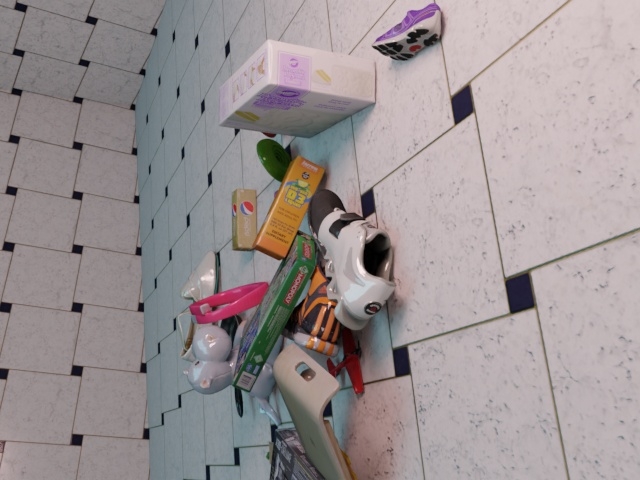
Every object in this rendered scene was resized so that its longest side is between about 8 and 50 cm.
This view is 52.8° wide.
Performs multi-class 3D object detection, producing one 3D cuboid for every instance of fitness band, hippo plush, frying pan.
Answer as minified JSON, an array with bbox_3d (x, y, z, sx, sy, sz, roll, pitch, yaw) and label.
[{"bbox_3d":[-0.252,0.168,1.788,0.291,0.209,0.054,-11,100,65],"label":"fitness band"},{"bbox_3d":[-0.247,0.327,1.724,0.234,0.236,0.294,6,93,64],"label":"hippo plush"},{"bbox_3d":[-0.246,0.346,1.936,0.326,0.053,0.197,52,133,51],"label":"frying pan"}]

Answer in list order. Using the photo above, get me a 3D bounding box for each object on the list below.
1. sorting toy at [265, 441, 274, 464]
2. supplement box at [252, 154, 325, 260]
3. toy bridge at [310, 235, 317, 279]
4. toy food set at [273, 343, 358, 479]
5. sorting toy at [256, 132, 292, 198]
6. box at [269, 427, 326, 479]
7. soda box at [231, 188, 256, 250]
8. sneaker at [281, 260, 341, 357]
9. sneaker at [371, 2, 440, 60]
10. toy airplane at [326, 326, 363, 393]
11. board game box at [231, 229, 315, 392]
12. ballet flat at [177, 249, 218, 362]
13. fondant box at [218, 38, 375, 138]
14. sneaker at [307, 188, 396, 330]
[{"bbox_3d":[-0.126,0.564,1.705,0.083,0.012,0.062,-17,76,59],"label":"sorting toy"},{"bbox_3d":[-0.074,-0.075,1.483,0.233,0.078,0.080,-67,9,-14],"label":"supplement box"},{"bbox_3d":[0.000,0.000,1.488,0.063,0.026,0.188,-117,39,-48],"label":"toy bridge"},{"bbox_3d":[0.024,0.364,1.236,0.220,0.092,0.306,24,138,62],"label":"toy food set"},{"bbox_3d":[-0.082,-0.250,1.641,0.126,0.127,0.365,-31,58,25],"label":"sorting toy"},{"bbox_3d":[-0.028,0.591,1.424,0.307,0.076,0.242,21,106,63],"label":"box"},{"bbox_3d":[-0.229,-0.060,1.930,0.058,0.061,0.181,-23,67,61],"label":"soda box"},{"bbox_3d":[0.002,0.142,1.391,0.180,0.124,0.321,-70,14,-7],"label":"sneaker"},{"bbox_3d":[0.162,-0.379,1.173,0.170,0.068,0.071,-6,67,56],"label":"sneaker"},{"bbox_3d":[0.049,0.257,1.355,0.151,0.028,0.151,-175,90,-65],"label":"toy airplane"},{"bbox_3d":[-0.102,0.149,1.423,0.317,0.046,0.213,-62,8,14],"label":"board game box"},{"bbox_3d":[-0.430,0.232,2.239,0.139,0.139,0.400,-179,92,-64],"label":"ballet flat"},{"bbox_3d":[-0.063,-0.317,1.408,0.330,0.238,0.096,167,105,-64],"label":"fondant box"},{"bbox_3d":[0.074,0.002,1.260,0.146,0.122,0.330,-45,44,30],"label":"sneaker"}]
